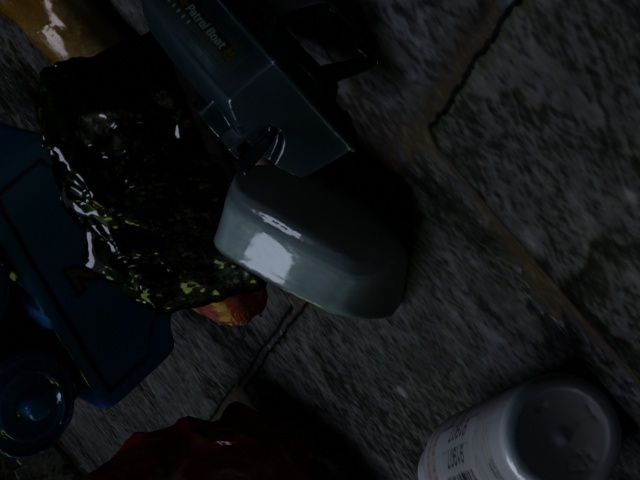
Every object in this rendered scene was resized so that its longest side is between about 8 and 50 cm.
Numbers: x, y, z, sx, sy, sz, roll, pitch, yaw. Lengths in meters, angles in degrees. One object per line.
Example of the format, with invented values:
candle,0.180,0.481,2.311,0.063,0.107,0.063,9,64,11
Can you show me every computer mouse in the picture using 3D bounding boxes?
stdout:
computer mouse,0.000,0.000,1.308,0.128,0.079,0.231,31,-179,7

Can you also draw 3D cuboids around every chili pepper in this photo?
chili pepper,-0.108,-0.009,1.582,0.086,0.084,0.192,1,140,26

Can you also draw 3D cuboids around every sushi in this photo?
sushi,-0.126,-0.045,1.418,0.124,0.127,0.225,-106,-6,-50

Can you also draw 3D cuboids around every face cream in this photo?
face cream,0.122,0.146,1.296,0.082,0.082,0.269,50,163,2

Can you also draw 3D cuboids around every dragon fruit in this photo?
dragon fruit,-0.069,0.317,1.919,0.371,0.249,0.386,-3,130,51

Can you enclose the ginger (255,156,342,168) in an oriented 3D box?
ginger,-0.023,-0.071,1.286,0.137,0.044,0.057,11,120,63

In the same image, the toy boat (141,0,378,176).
toy boat,-0.050,-0.130,1.167,0.093,0.103,0.246,46,-176,-40

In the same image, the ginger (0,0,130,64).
ginger,-0.208,-0.174,1.516,0.299,0.065,0.118,45,161,11

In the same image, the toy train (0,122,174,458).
toy train,-0.298,0.049,1.886,0.188,0.265,0.300,15,141,48
